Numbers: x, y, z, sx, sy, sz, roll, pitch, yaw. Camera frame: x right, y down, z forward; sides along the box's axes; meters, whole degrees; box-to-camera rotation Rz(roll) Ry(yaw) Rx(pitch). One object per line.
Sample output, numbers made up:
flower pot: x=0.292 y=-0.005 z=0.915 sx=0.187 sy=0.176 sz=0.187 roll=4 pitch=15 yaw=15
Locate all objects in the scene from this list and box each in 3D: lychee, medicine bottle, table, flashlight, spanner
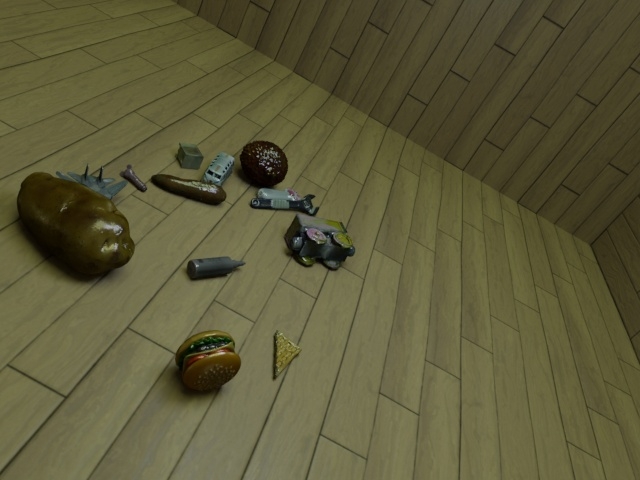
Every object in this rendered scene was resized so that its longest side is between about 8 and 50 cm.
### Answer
lychee: x=-0.226 y=-0.311 z=2.184 sx=0.200 sy=0.200 sz=0.238 roll=8 pitch=25 yaw=-33
medicine bottle: x=-0.317 y=0.080 z=1.682 sx=0.199 sy=0.058 sz=0.058 roll=-5 pitch=46 yaw=-45
table: x=-0.509 y=-0.327 z=2.082 sx=0.079 sy=0.062 sz=0.083 roll=0 pitch=43 yaw=-40
flashlight: x=-0.168 y=-0.183 z=2.186 sx=0.200 sy=0.048 sz=0.093 roll=1 pitch=44 yaw=-41
spanner: x=-0.138 y=-0.150 z=2.154 sx=0.315 sy=0.024 sz=0.087 roll=1 pitch=84 yaw=-34
flashlight: x=-0.635 y=-0.209 z=1.843 sx=0.110 sy=0.052 sz=0.031 roll=44 pitch=-3 yaw=8

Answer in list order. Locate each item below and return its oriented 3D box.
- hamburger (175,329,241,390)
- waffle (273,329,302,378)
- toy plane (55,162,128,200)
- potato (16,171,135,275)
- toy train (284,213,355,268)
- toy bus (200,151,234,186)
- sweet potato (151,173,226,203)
hamburger: x=-0.277 y=0.296 z=1.325 sx=0.161 sy=0.162 sz=0.115 roll=4 pitch=41 yaw=-37
waffle: x=-0.125 y=0.324 z=1.536 sx=0.097 sy=0.023 sz=0.152 roll=36 pitch=32 yaw=10
toy plane: x=-0.681 y=-0.112 z=1.627 sx=0.212 sy=0.088 sz=0.267 roll=5 pitch=48 yaw=-34
potato: x=-0.671 y=-0.054 z=1.458 sx=0.369 sy=0.196 sz=0.176 roll=35 pitch=10 yaw=10
toy train: x=0.000 y=0.000 z=1.988 sx=0.260 sy=0.134 sz=0.178 roll=10 pitch=37 yaw=-31
toy bus: x=-0.394 y=-0.269 z=2.076 sx=0.087 sy=0.089 sz=0.194 roll=27 pitch=33 yaw=-6
sweet potato: x=-0.466 y=-0.187 z=1.923 sx=0.273 sy=0.075 sz=0.075 roll=13 pitch=36 yaw=-20
